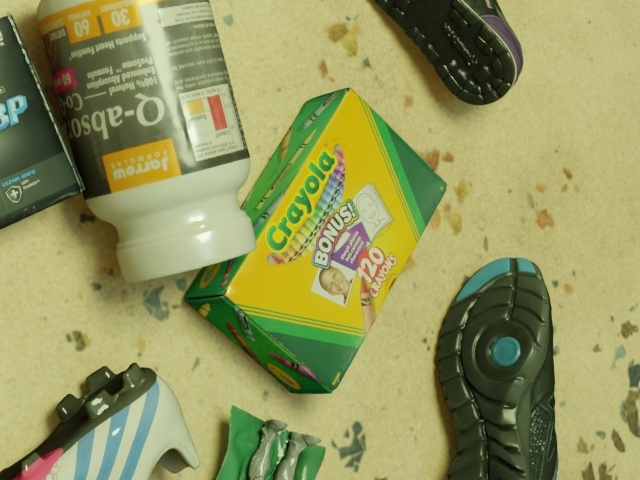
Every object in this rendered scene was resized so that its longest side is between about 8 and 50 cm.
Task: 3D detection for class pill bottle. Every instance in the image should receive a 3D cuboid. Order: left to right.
[{"bbox_3d":[-0.157,-0.110,1.444,0.162,0.162,0.278,-17,94,-36],"label":"pill bottle"}]

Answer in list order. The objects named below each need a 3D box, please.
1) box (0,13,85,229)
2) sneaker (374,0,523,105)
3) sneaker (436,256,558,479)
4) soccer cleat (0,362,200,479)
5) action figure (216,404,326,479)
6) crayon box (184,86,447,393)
[{"bbox_3d":[-0.336,-0.080,1.339,0.220,0.051,0.175,-27,100,-35],"label":"box"},{"bbox_3d":[0.130,-0.287,1.735,0.283,0.107,0.124,58,27,-7],"label":"sneaker"},{"bbox_3d":[0.205,0.190,1.722,0.139,0.125,0.341,35,59,-58],"label":"sneaker"},{"bbox_3d":[-0.237,0.246,1.368,0.331,0.116,0.143,-39,107,-33],"label":"soccer cleat"},{"bbox_3d":[-0.067,0.296,1.526,0.137,0.063,0.232,28,72,-34],"label":"action figure"},{"bbox_3d":[0.000,0.000,1.594,0.165,0.081,0.278,43,62,-25],"label":"crayon box"}]
